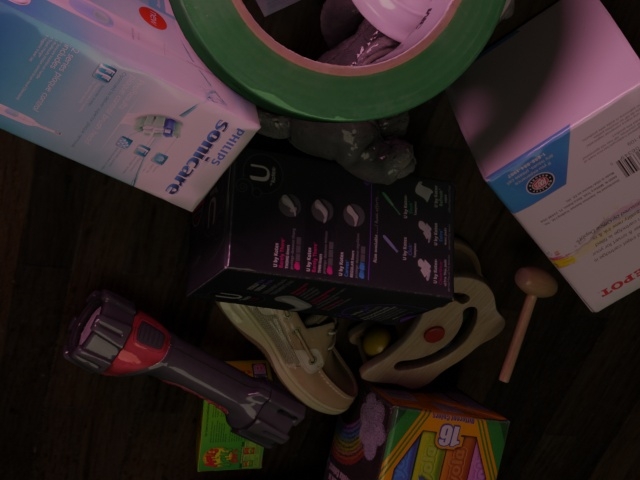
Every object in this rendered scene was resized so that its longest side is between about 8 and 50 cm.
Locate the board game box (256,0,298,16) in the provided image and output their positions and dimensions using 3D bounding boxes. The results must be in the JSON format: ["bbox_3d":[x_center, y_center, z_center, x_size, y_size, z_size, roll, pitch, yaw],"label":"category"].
[{"bbox_3d":[-0.037,-0.286,1.255,0.090,0.020,0.090,-23,131,8],"label":"board game box"}]

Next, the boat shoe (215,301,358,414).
[{"bbox_3d":[-0.023,0.113,1.558,0.098,0.109,0.302,-29,125,15],"label":"boat shoe"}]

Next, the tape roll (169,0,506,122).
[{"bbox_3d":[0.015,-0.269,1.128,0.321,0.077,0.321,-1,96,-13],"label":"tape roll"}]

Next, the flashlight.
[{"bbox_3d":[-0.172,0.171,1.550,0.304,0.103,0.103,32,97,-25],"label":"flashlight"}]

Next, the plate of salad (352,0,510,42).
[{"bbox_3d":[0.106,-0.289,1.219,0.199,0.048,0.200,0,92,-18],"label":"plate of salad"}]

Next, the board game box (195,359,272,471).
[{"bbox_3d":[-0.121,0.243,1.690,0.092,0.043,0.181,-1,131,-11],"label":"board game box"}]

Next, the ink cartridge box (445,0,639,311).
[{"bbox_3d":[0.305,-0.097,1.379,0.198,0.197,0.270,-33,130,15],"label":"ink cartridge box"}]

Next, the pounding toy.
[{"bbox_3d":[0.160,0.105,1.554,0.269,0.155,0.154,-39,132,21],"label":"pounding toy"}]

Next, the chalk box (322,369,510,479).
[{"bbox_3d":[0.114,0.346,1.664,0.179,0.180,0.289,10,97,-21],"label":"chalk box"}]

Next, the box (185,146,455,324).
[{"bbox_3d":[0.000,0.000,1.396,0.270,0.143,0.165,8,163,-20],"label":"box"}]

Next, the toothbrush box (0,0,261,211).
[{"bbox_3d":[-0.220,-0.185,1.172,0.295,0.216,0.126,26,122,-30],"label":"toothbrush box"}]

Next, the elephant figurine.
[{"bbox_3d":[0.069,-0.195,1.294,0.169,0.186,0.239,33,115,16],"label":"elephant figurine"}]
